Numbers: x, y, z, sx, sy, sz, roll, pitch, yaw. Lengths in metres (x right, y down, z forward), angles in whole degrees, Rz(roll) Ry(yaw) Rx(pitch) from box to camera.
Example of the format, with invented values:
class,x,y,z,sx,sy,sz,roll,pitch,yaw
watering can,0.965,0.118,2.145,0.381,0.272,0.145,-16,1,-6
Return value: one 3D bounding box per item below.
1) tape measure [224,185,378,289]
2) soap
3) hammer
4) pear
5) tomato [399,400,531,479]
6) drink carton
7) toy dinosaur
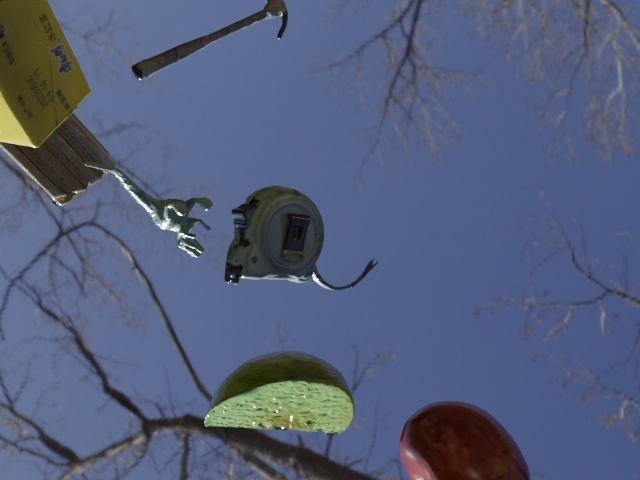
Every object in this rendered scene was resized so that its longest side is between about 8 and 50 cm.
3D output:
class,x,y,z,sx,sy,sz,roll,pitch,yaw
tape measure,0.001,0.001,1.559,0.330,0.164,0.084,2,-171,-40
soap,-0.623,-0.223,2.267,0.173,0.274,0.089,-36,-137,0
hammer,-0.275,-0.507,2.442,0.427,0.152,0.044,-26,175,-14
pear,-0.064,0.269,1.878,0.288,0.239,0.139,6,-116,-15
tomato,0.193,0.301,1.297,0.136,0.195,0.195,-26,-141,-12
drink carton,-0.430,-0.204,1.049,0.351,0.155,0.111,10,-129,26
toy dinosaur,-0.285,-0.073,1.860,0.129,0.383,0.076,-9,-124,18
